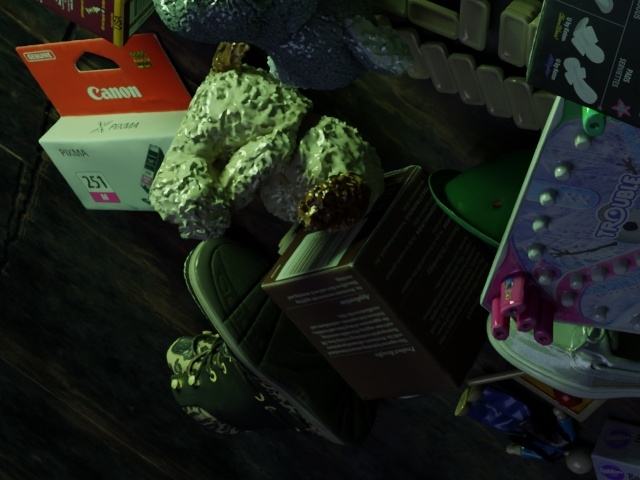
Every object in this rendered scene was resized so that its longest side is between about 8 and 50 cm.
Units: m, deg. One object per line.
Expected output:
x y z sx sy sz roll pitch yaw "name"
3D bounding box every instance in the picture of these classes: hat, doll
0.239 -0.086 1.220 0.208 0.173 0.183 22 115 -14 "hat"
0.271 0.246 1.609 0.189 0.046 0.129 28 137 -1 "doll"

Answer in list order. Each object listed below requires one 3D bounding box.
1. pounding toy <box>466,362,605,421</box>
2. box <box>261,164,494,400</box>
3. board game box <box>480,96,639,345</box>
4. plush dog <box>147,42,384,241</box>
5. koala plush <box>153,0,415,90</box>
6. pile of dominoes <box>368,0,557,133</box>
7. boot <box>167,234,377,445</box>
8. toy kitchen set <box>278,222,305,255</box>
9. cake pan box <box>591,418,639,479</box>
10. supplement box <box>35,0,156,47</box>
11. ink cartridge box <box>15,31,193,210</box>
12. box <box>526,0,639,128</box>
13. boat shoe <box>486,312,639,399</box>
0.268 0.141 1.431 0.141 0.100 0.130 32 146 4 "pounding toy"
0.079 0.053 1.427 0.168 0.167 0.203 -15 123 49 "box"
0.368 -0.004 1.076 0.390 0.050 0.390 8 144 -2 "board game box"
-0.036 -0.097 1.340 0.225 0.262 0.210 25 109 -3 "plush dog"
-0.028 -0.223 1.173 0.196 0.203 0.221 -2 144 49 "koala plush"
0.147 -0.213 1.178 0.251 0.040 0.196 28 147 25 "pile of dominoes"
-0.122 0.157 1.770 0.284 0.138 0.377 -10 131 47 "boot"
0.000 0.000 1.526 0.075 0.083 0.068 38 105 -4 "toy kitchen set"
0.477 0.342 1.532 0.267 0.070 0.246 10 137 33 "cake pan box"
-0.263 -0.305 1.338 0.188 0.104 0.081 29 146 10 "supplement box"
-0.257 -0.142 1.577 0.275 0.060 0.239 2 136 39 "ink cartridge box"
0.266 -0.212 0.863 0.142 0.247 0.163 25 146 16 "box"
0.337 0.107 1.302 0.320 0.118 0.103 16 130 4 "boat shoe"
